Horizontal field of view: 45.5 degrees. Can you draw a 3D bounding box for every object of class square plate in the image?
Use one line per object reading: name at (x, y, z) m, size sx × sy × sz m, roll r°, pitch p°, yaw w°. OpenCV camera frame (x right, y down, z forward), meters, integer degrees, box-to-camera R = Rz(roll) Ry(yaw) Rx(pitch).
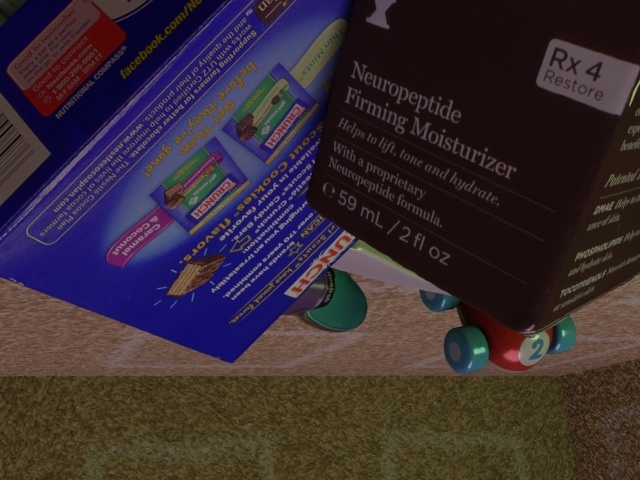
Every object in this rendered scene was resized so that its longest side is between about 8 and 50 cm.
square plate at (0.000, 0.000, 0.940) m, size 0.344 × 0.049 × 0.347 m, roll 12°, pitch 175°, yaw 37°

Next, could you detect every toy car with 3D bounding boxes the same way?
toy car at (0.313, 0.071, 1.166) m, size 0.219 × 0.210 × 0.238 m, roll -7°, pitch 153°, yaw -26°

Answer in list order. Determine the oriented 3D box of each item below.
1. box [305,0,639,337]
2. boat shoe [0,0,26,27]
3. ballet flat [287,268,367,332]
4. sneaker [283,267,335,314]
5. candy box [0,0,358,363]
box at (0.122, -0.087, 0.439) m, size 0.168 × 0.203 × 0.167 m, roll 32°, pitch -150°, yaw 34°
boat shoe at (-0.186, -0.164, 0.460) m, size 0.076 × 0.083 × 0.226 m, roll -27°, pitch 157°, yaw 9°
ballet flat at (-0.059, 0.074, 1.250) m, size 0.124 × 0.116 × 0.342 m, roll 9°, pitch 173°, yaw 39°
sneaker at (-0.093, 0.050, 0.934) m, size 0.124 × 0.107 × 0.283 m, roll 11°, pitch 179°, yaw -36°
candy box at (-0.066, -0.064, 0.535) m, size 0.268 × 0.122 × 0.317 m, roll -45°, pitch 153°, yaw -1°
